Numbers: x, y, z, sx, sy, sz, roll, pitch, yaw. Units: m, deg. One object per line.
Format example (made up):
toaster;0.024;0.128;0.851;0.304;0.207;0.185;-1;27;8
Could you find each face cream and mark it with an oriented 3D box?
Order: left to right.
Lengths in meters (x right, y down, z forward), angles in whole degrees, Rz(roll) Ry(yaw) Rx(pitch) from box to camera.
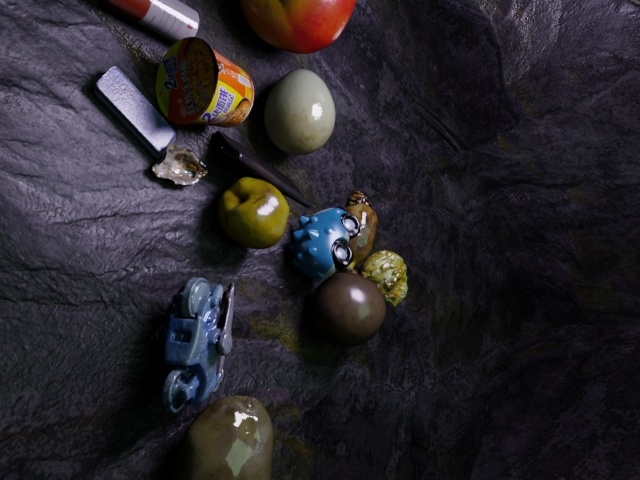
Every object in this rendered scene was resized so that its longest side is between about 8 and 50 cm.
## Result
face cream;-0.409;-0.562;1.138;0.214;0.096;0.095;12;76;-50

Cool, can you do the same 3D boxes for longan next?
longan;0.091;0.222;1.555;0.258;0.258;0.258;8;79;-51

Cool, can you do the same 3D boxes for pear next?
pear;-0.180;-0.071;1.295;0.200;0.200;0.200;8;79;-51

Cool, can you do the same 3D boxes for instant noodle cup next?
instant noodle cup;-0.282;-0.384;1.204;0.174;0.213;0.213;-1;86;-59

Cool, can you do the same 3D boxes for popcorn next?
popcorn;0.244;0.143;1.813;0.204;0.184;0.221;-48;136;-28

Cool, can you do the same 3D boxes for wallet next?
wallet;-0.164;-0.199;1.377;0.044;0.170;0.321;-50;137;8

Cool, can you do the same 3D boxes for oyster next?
oyster;-0.353;-0.186;1.200;0.148;0.051;0.103;27;83;-46

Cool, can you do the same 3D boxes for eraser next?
eraser;-0.435;-0.296;1.122;0.225;0.036;0.082;52;47;-34

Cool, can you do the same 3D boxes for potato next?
potato;-0.231;0.541;1.131;0.243;0.221;0.326;0;96;-41

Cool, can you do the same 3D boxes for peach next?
peach;-0.054;-0.757;1.404;0.388;0.388;0.388;8;79;-51

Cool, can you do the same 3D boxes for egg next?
egg;-0.063;-0.403;1.461;0.218;0.218;0.295;34;47;-44

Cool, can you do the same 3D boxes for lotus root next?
lotus root;0.123;-0.019;1.686;0.141;0.169;0.314;18;74;-16

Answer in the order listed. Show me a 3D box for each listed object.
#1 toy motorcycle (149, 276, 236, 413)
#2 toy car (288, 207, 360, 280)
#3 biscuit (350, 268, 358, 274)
toy motorcycle;-0.276;0.252;1.138;0.241;0.182;0.319;29;63;-46
toy car;0.000;0.000;1.521;0.190;0.188;0.255;32;54;-18
biscuit;0.116;0.199;1.737;0.118;0.061;0.183;-37;112;-45
